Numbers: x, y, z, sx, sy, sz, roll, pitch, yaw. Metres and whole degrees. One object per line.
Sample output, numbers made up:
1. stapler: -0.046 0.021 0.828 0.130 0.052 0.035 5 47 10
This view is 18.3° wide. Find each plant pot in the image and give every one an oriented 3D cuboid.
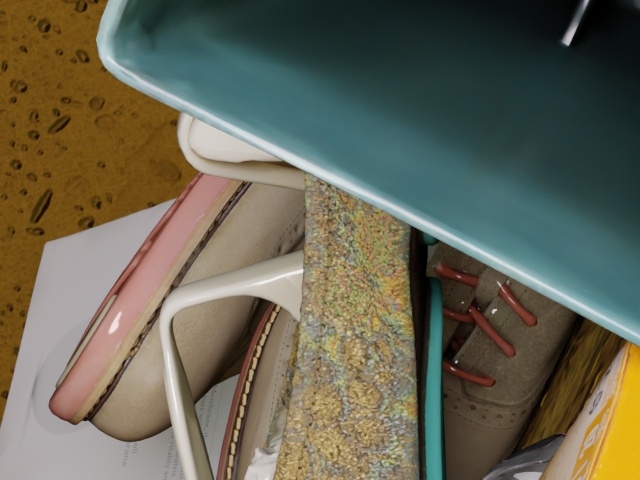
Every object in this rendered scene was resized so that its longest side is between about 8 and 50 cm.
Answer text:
1. plant pot: 0.082 -0.099 0.510 0.165 0.165 0.234 -65 -7 18

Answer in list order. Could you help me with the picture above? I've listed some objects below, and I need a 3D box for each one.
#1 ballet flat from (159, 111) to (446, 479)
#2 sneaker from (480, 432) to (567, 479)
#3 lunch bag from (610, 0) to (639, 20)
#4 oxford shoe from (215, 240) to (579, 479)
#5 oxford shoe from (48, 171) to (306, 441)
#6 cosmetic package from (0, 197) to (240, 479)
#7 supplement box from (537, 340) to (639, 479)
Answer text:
1. ballet flat: 0.000 0.000 0.713 0.123 0.123 0.348 -60 -26 -74
2. sneaker: 0.059 0.094 0.635 0.057 0.047 0.119 -43 -8 -23
3. lunch bag: 0.121 -0.104 0.710 0.151 0.096 0.128 -103 38 -76
4. oxford shoe: 0.054 0.018 0.843 0.348 0.123 0.130 -66 6 -18
5. oxford shoe: 0.019 0.002 0.999 0.397 0.146 0.140 -41 -8 -48
6. cosmetic package: -0.066 0.098 1.185 0.225 0.138 0.224 -18 52 42
7. supplement box: 0.060 0.077 0.451 0.062 0.036 0.098 -62 -3 -49
